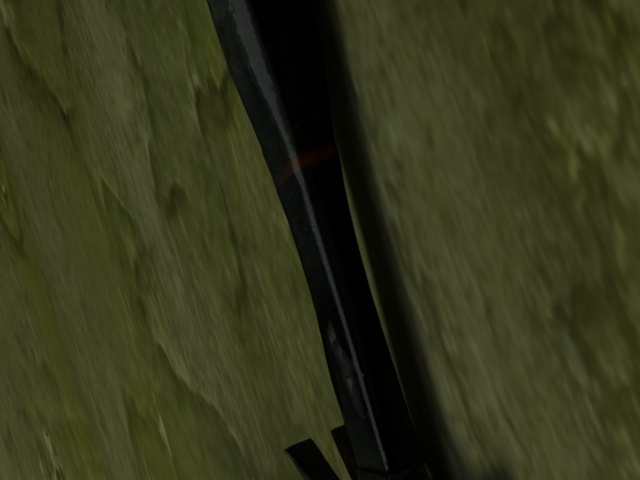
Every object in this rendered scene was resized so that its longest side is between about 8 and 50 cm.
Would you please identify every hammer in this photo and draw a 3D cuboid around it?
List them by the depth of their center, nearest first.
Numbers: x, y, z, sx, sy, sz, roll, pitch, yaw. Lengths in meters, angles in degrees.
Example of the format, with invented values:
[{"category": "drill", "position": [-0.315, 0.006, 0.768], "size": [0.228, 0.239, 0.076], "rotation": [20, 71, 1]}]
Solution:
[{"category": "hammer", "position": [0.000, 0.000, 0.765], "size": [0.137, 0.037, 0.290], "rotation": [-3, 105, 68]}]
